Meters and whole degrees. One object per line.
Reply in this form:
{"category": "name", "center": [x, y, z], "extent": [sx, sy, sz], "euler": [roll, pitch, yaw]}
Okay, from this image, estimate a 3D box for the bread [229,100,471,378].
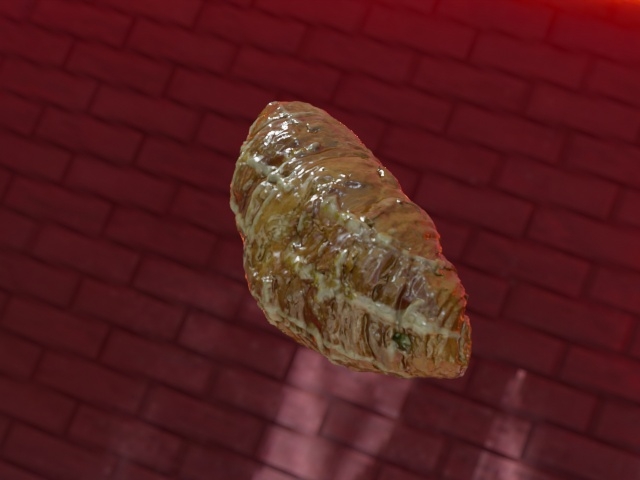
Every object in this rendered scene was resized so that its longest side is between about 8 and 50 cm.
{"category": "bread", "center": [0.000, 0.000, 1.016], "extent": [0.076, 0.105, 0.233], "euler": [4, 33, -31]}
